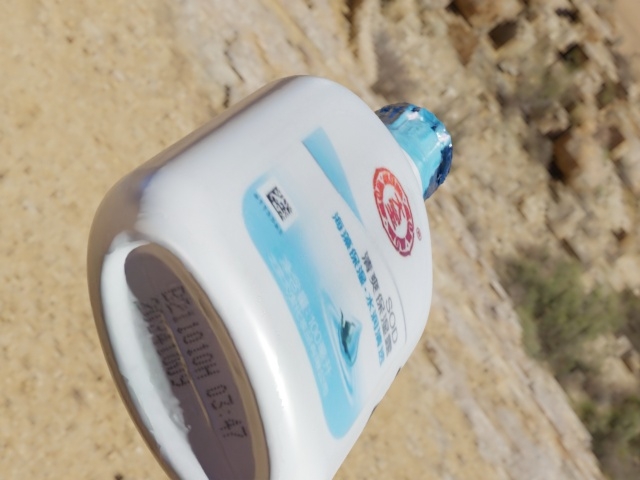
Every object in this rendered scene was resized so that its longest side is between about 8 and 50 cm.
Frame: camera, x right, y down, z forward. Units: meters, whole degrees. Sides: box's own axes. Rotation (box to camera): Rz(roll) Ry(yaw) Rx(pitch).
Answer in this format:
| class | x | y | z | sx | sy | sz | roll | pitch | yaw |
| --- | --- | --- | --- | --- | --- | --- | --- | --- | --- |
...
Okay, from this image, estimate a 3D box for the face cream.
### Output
| class | x | y | z | sx | sy | sz | roll | pitch | yaw |
| --- | --- | --- | --- | --- | --- | --- | --- | --- | --- |
| face cream | 0.000 | 0.000 | 0.686 | 0.163 | 0.080 | 0.337 | 69 | 24 | -11 |
